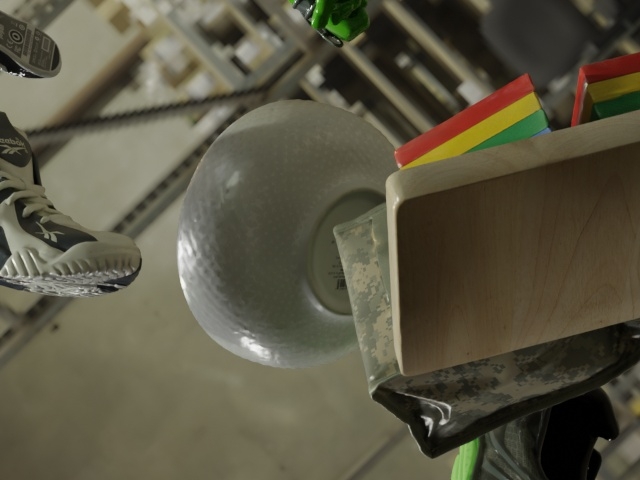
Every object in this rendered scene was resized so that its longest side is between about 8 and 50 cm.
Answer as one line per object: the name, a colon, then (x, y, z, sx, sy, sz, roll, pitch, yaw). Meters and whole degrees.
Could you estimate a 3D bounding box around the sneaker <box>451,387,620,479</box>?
sneaker: (0.258, 0.201, 1.955, 0.185, 0.202, 0.483, 42, -149, -39)

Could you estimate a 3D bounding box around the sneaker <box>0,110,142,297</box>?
sneaker: (-0.245, -0.035, 1.323, 0.235, 0.153, 0.094, -3, 167, 33)

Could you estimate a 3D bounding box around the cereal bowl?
cereal bowl: (0.000, 0.000, 1.980, 0.141, 0.339, 0.339, 14, 156, 47)

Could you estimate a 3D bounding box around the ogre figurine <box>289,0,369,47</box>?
ogre figurine: (-0.031, -0.205, 1.004, 0.118, 0.097, 0.197, 41, -170, 28)

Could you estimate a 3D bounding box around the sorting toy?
sorting toy: (0.165, -0.026, 1.141, 0.257, 0.255, 0.089, 83, 171, -60)

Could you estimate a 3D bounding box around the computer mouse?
computer mouse: (-0.377, -0.229, 1.804, 0.193, 0.042, 0.106, 30, -138, -28)

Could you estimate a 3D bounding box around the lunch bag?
lunch bag: (0.181, 0.043, 1.607, 0.169, 0.287, 0.235, 50, -159, -43)
